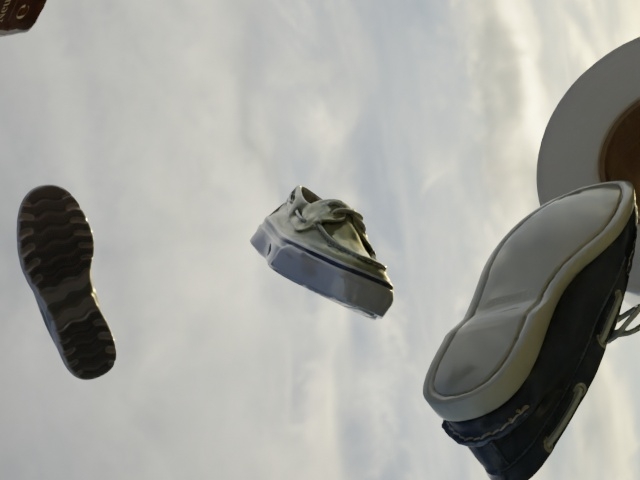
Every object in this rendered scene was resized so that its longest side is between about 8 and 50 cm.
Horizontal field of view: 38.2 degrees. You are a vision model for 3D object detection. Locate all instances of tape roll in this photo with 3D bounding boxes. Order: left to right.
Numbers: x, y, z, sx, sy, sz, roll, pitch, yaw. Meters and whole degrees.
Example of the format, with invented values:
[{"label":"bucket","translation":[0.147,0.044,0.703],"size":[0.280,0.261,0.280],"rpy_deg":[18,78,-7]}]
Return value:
[{"label":"tape roll","translation":[0.339,-0.048,0.832],"size":[0.169,0.246,0.246],"rpy_deg":[26,-118,-54]}]

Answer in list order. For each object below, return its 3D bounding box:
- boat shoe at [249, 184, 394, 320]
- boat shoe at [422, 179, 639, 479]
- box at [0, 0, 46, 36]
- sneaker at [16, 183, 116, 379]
[{"label":"boat shoe","translation":[0.000,0.000,0.960],"size":[0.109,0.302,0.094],"rpy_deg":[27,-88,-24]},{"label":"boat shoe","translation":[0.153,0.048,0.594],"size":[0.079,0.095,0.254],"rpy_deg":[58,-138,-16]},{"label":"box","translation":[-0.223,-0.191,0.403],"size":[0.167,0.168,0.203],"rpy_deg":[41,-148,7]},{"label":"sneaker","translation":[-0.376,0.061,1.321],"size":[0.105,0.115,0.281],"rpy_deg":[-13,-85,-27]}]
